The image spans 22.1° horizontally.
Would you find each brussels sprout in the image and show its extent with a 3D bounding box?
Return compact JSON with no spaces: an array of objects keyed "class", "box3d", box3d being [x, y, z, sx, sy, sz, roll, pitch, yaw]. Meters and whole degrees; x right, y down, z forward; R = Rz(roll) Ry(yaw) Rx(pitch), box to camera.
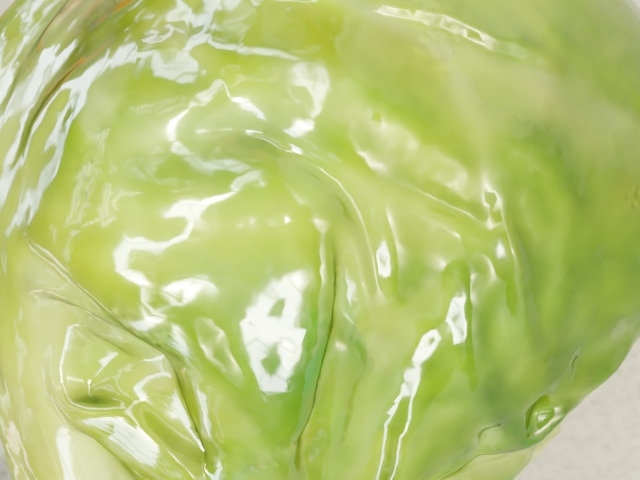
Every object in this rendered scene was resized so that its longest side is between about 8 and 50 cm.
[{"class":"brussels sprout","box3d":[0.000,0.000,0.449,0.223,0.223,0.161,-65,36,33]}]
